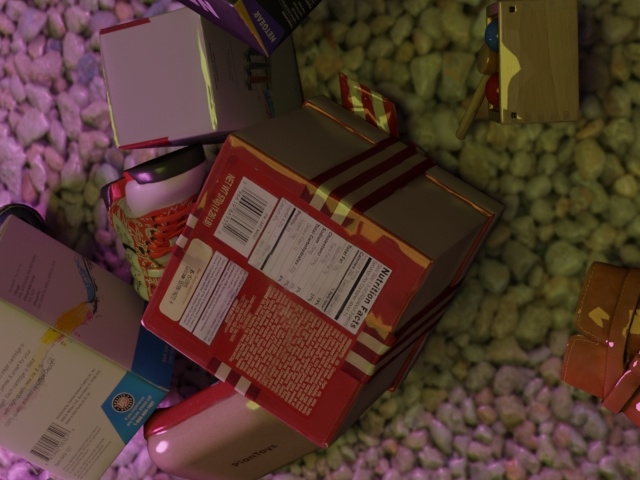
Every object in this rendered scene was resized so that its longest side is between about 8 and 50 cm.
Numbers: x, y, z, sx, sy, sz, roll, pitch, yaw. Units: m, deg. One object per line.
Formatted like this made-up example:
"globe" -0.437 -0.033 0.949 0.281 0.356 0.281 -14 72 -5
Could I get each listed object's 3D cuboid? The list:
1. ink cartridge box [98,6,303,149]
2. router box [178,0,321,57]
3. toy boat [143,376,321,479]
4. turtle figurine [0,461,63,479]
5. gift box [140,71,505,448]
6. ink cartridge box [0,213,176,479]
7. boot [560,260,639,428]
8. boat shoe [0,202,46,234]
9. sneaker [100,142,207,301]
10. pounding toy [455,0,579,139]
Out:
"ink cartridge box" -0.119 -0.167 1.396 0.128 0.176 0.127 -9 91 29
"router box" -0.077 -0.340 1.290 0.243 0.081 0.309 -48 52 -8
"toy boat" -0.090 0.170 1.470 0.231 0.151 0.151 -30 52 29
"turtle figurine" -0.369 0.368 1.657 0.175 0.118 0.234 -38 84 28
"gift box" 0.000 0.000 1.304 0.276 0.258 0.255 38 114 11
"ink cartridge box" -0.301 0.122 1.485 0.233 0.168 0.171 32 114 -17
"boot" 0.352 0.059 1.221 0.220 0.109 0.283 27 117 28
"boat shoe" -0.359 0.083 1.610 0.095 0.079 0.254 4 96 -15
"sneaker" -0.158 -0.013 1.432 0.270 0.090 0.145 -16 95 69
"pounding toy" 0.181 -0.157 1.263 0.100 0.141 0.130 -2 97 1
